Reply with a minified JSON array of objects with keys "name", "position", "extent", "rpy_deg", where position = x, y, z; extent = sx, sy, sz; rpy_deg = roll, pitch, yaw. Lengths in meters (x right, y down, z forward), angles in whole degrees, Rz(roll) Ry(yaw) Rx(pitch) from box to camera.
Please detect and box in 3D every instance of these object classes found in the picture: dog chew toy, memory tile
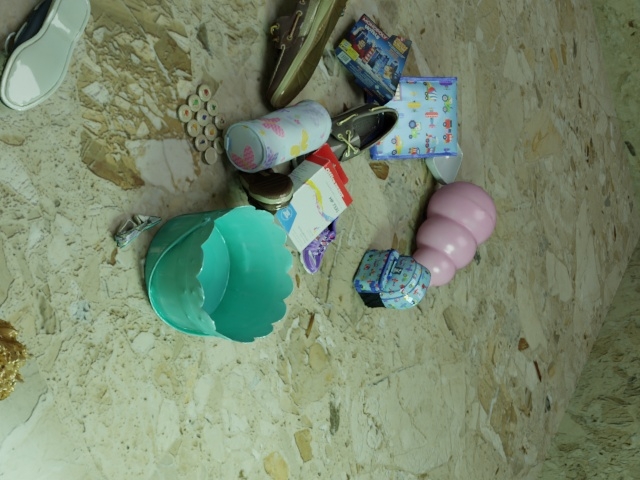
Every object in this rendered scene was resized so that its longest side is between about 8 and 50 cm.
[{"name":"dog chew toy","position":[0.372,-0.009,2.381],"extent":[0.332,0.206,0.207],"rpy_deg":[-58,133,-21]},{"name":"memory tile","position":[-0.240,-0.245,1.737],"extent":[0.113,0.012,0.148],"rpy_deg":[-54,131,-35]}]

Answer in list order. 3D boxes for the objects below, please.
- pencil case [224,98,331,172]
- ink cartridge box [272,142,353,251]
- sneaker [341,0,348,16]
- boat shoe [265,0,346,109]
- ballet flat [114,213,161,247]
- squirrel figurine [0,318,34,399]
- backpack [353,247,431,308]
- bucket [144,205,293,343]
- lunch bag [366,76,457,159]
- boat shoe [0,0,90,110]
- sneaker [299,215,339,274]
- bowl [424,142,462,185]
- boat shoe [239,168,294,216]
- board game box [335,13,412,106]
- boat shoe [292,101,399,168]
[{"name":"pencil case","position":[-0.091,-0.236,1.824],"extent":[0.273,0.124,0.114],"rpy_deg":[-32,149,-51]},{"name":"ink cartridge box","position":[-0.018,-0.103,1.915],"extent":[0.231,0.078,0.134],"rpy_deg":[-45,127,-16]},{"name":"sneaker","position":[0.034,-0.592,2.018],"extent":[0.215,0.084,0.083],"rpy_deg":[-54,131,-21]},{"name":"boat shoe","position":[-0.056,-0.469,1.890],"extent":[0.342,0.123,0.123],"rpy_deg":[-64,170,0]},{"name":"ballet flat","position":[-0.354,-0.028,1.586],"extent":[0.114,0.041,0.041],"rpy_deg":[-41,122,-43]},{"name":"squirrel figurine","position":[-0.608,0.143,1.148],"extent":[0.397,0.280,0.371],"rpy_deg":[47,45,-58]},{"name":"backpack","position":[0.195,0.102,2.171],"extent":[0.117,0.173,0.158],"rpy_deg":[54,53,-38]},{"name":"bucket","position":[-0.206,0.066,1.659],"extent":[0.281,0.183,0.281],"rpy_deg":[-2,93,-51]},{"name":"lunch bag","position":[0.233,-0.336,2.252],"extent":[0.293,0.138,0.221],"rpy_deg":[-7,99,-40]},{"name":"boat shoe","position":[-0.477,-0.323,1.385],"extent":[0.095,0.079,0.255],"rpy_deg":[37,61,-43]},{"name":"sneaker","position":[0.000,0.000,2.003],"extent":[0.068,0.071,0.170],"rpy_deg":[33,67,-47]},{"name":"bowl","position":[0.363,-0.247,2.462],"extent":[0.142,0.053,0.142],"rpy_deg":[49,54,-40]},{"name":"boat shoe","position":[-0.107,-0.091,1.738],"extent":[0.095,0.257,0.095],"rpy_deg":[-12,109,-10]},{"name":"board game box","position":[0.148,-0.483,2.135],"extent":[0.194,0.060,0.194],"rpy_deg":[42,57,-12]},{"name":"boat shoe","position":[0.065,-0.255,2.031],"extent":[0.324,0.096,0.117],"rpy_deg":[-33,117,-37]}]
